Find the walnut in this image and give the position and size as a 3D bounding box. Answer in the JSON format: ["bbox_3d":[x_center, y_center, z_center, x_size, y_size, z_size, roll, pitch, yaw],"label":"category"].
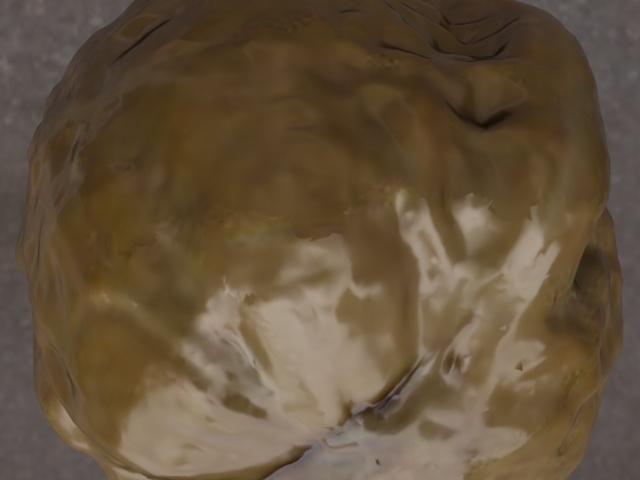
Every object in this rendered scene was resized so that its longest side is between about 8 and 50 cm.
[{"bbox_3d":[0.000,0.000,0.698,0.257,0.257,0.224,-36,120,29],"label":"walnut"}]
